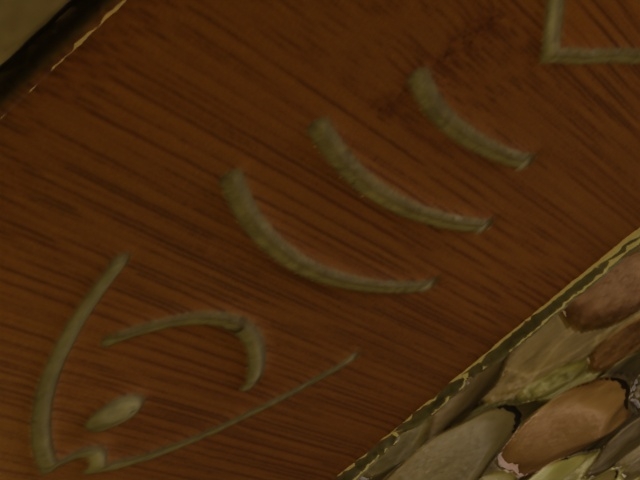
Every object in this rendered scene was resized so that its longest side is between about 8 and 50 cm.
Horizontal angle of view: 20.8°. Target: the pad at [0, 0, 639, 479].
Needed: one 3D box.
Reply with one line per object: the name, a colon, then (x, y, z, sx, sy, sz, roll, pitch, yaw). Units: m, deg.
pad: (0.000, 0.000, 0.484, 0.284, 0.018, 0.286, -41, 152, 12)
